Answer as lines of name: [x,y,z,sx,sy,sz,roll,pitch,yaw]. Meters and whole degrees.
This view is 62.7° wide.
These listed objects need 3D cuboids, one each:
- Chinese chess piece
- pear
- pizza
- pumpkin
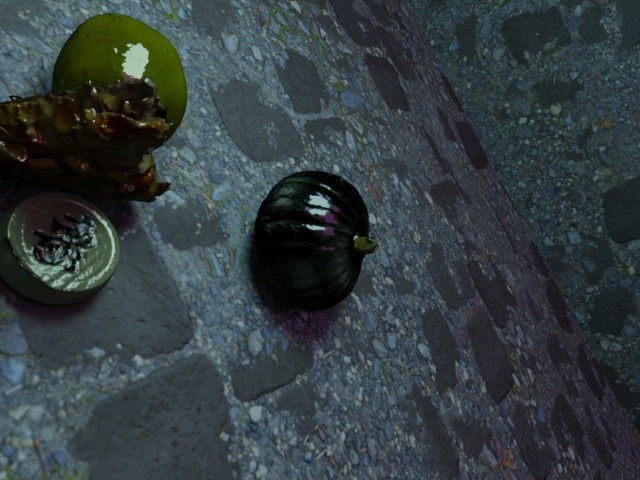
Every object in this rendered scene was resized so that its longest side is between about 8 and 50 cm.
Chinese chess piece: [-0.323,0.008,0.651,0.144,0.059,0.144,29,47,-36]
pear: [-0.281,-0.220,0.754,0.198,0.198,0.198,30,45,-36]
pizza: [-0.264,-0.101,0.648,0.251,0.288,0.073,27,61,-66]
pumpkin: [0.000,0.000,0.929,0.250,0.216,0.249,-29,123,-59]
